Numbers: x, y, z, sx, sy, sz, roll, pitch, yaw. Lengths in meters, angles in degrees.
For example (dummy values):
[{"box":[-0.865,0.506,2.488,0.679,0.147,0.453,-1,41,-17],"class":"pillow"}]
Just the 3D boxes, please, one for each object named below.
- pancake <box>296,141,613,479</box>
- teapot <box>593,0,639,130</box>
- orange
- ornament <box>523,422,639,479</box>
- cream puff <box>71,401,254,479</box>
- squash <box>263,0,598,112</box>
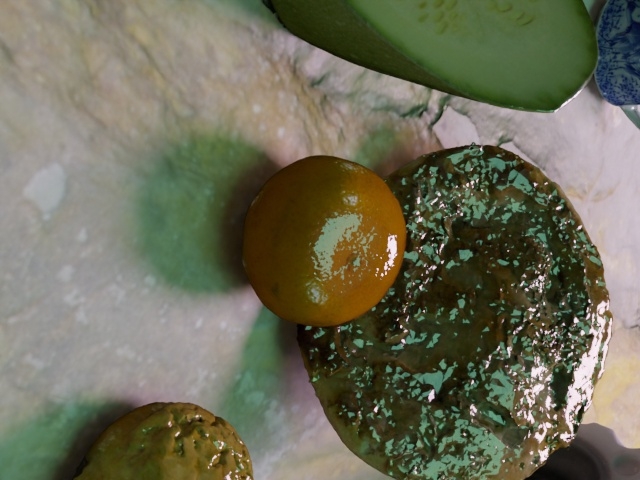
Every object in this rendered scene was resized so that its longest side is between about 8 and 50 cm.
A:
[{"box":[0.144,0.083,1.156,0.356,0.065,0.356,3,80,-17],"class":"pancake"},{"box":[0.419,-0.229,1.394,0.159,0.159,0.232,-20,117,-42],"class":"teapot"},{"box":[0.000,0.000,1.040,0.156,0.124,0.156,-8,108,-27],"class":"orange"},{"box":[0.260,0.364,1.356,0.239,0.240,0.239,-33,126,-35],"class":"ornament"},{"box":[-0.131,0.229,0.974,0.189,0.129,0.189,-17,113,-46],"class":"cream puff"},{"box":[0.097,-0.224,0.963,0.189,0.260,0.189,-22,123,-39],"class":"squash"}]
